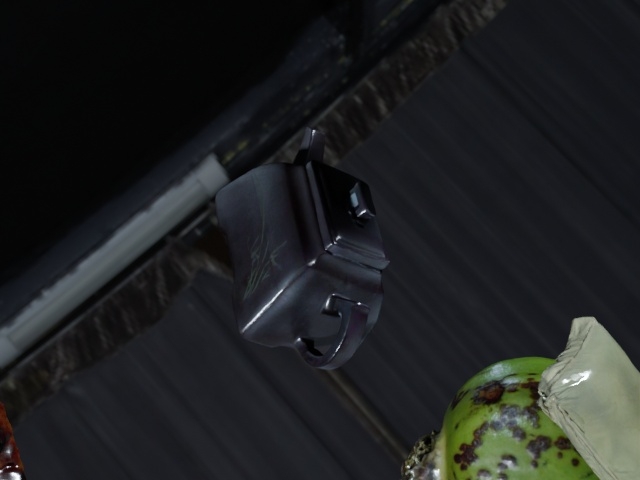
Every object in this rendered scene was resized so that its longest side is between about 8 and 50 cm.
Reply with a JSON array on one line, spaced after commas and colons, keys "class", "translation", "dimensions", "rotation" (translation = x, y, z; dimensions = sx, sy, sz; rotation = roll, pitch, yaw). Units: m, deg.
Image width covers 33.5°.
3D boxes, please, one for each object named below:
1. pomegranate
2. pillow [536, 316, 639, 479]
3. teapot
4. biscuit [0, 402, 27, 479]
[{"class": "pomegranate", "translation": [0.220, 0.245, 1.143], "dimensions": [0.271, 0.254, 0.254], "rotation": [3, -20, -3]}, {"class": "pillow", "translation": [0.287, 0.178, 0.998], "dimensions": [0.119, 0.208, 0.053], "rotation": [-42, 5, -35]}, {"class": "teapot", "translation": [0.000, 0.000, 0.683], "dimensions": [0.087, 0.177, 0.096], "rotation": [21, -49, -36]}, {"class": "biscuit", "translation": [-0.251, 0.148, 0.590], "dimensions": [0.192, 0.192, 0.049], "rotation": [-33, 9, -38]}]
